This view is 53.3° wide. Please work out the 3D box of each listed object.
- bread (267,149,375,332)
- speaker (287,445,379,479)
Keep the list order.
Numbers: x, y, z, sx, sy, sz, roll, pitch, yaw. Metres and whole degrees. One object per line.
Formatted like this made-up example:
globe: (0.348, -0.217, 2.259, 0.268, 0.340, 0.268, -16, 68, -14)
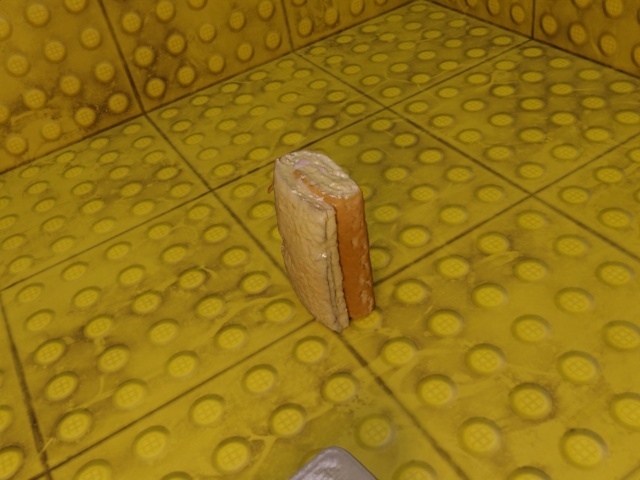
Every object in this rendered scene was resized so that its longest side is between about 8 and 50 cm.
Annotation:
bread: (0.000, 0.000, 1.418, 0.165, 0.376, 0.236, -28, 45, -20)
speaker: (-0.056, 0.518, 0.978, 0.406, 0.184, 0.183, -36, 45, -24)
